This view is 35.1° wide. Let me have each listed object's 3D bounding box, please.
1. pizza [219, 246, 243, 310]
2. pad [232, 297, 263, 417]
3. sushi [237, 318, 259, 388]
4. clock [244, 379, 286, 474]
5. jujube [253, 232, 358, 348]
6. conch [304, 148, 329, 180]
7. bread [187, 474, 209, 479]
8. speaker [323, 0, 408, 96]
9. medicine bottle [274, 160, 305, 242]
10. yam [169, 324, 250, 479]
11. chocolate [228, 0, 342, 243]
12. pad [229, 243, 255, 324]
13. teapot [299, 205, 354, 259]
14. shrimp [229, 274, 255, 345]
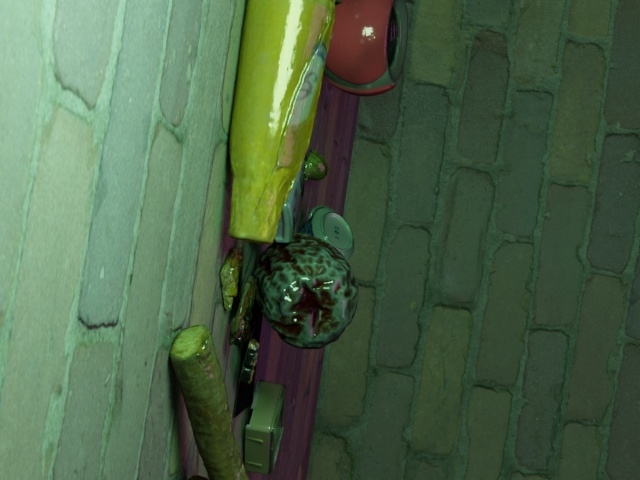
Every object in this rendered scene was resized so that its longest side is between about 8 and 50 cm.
[{"bbox_3d":[-0.166,0.069,1.871,0.108,0.026,0.123,30,69,-81],"label":"pizza"},{"bbox_3d":[-0.154,0.230,2.247,0.202,0.005,0.300,-1,99,-83],"label":"pad"},{"bbox_3d":[-0.143,0.242,2.121,0.120,0.026,0.126,105,-1,-48],"label":"sushi"},{"bbox_3d":[-0.131,0.442,2.380,0.147,0.071,0.192,-76,174,-46],"label":"clock"},{"bbox_3d":[-0.033,0.100,2.081,0.317,0.225,0.226,-108,-155,-80],"label":"jujube"},{"bbox_3d":[-0.021,-0.199,2.701,0.121,0.074,0.089,-37,111,-54],"label":"conch"},{"bbox_3d":[-0.216,0.467,1.714,0.189,0.077,0.114,-52,145,-72],"label":"bread"},{"bbox_3d":[0.107,-0.507,2.485,0.294,0.294,0.295,8,90,-83],"label":"speaker"},{"bbox_3d":[-0.085,-0.098,2.054,0.119,0.094,0.188,89,11,-45],"label":"medicine bottle"},{"bbox_3d":[-0.172,0.297,1.633,0.081,0.081,0.357,-73,155,-55],"label":"yam"},{"bbox_3d":[-0.075,-0.214,1.748,0.162,0.162,0.446,-9,108,-83],"label":"chocolate"},{"bbox_3d":[-0.150,0.079,1.957,0.157,0.003,0.112,111,-5,-45],"label":"pad"},{"bbox_3d":[0.000,0.000,2.801,0.159,0.158,0.232,87,2,-58],"label":"teapot"},{"bbox_3d":[-0.155,0.168,1.979,0.148,0.035,0.195,-81,180,-51],"label":"shrimp"}]
